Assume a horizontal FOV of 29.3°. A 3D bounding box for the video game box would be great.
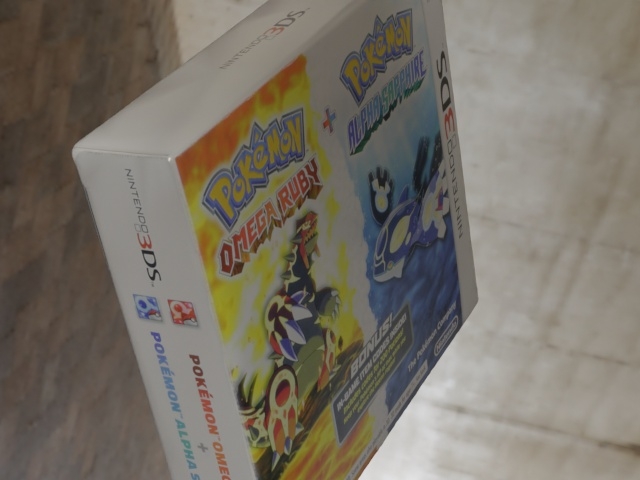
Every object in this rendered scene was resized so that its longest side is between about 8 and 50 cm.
[{"bbox_3d":[0.000,0.000,0.492,0.205,0.048,0.187,-48,134,-46],"label":"video game box"}]
